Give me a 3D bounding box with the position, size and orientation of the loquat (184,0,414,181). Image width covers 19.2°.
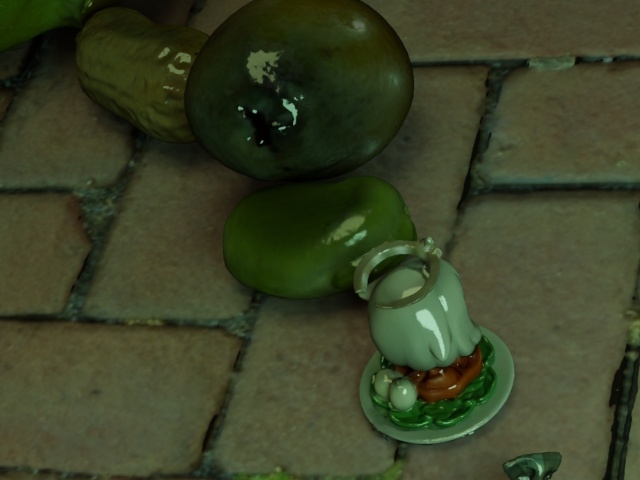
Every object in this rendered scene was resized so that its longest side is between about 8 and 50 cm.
[{"bbox_3d":[-0.021,-0.137,1.692,0.179,0.179,0.227,26,30,37],"label":"loquat"}]

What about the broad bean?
[{"bbox_3d":[0.000,0.000,1.636,0.174,0.082,0.124,-11,41,23],"label":"broad bean"}]

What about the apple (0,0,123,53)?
[{"bbox_3d":[-0.320,-0.364,1.930,0.374,0.374,0.384,7,77,25],"label":"apple"}]

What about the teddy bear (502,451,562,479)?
[{"bbox_3d":[0.111,0.244,1.342,0.133,0.111,0.213,37,39,19],"label":"teddy bear"}]

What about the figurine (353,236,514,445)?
[{"bbox_3d":[0.075,0.070,1.476,0.132,0.153,0.132,-10,44,10],"label":"figurine"}]

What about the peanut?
[{"bbox_3d":[-0.164,-0.166,1.839,0.120,0.110,0.236,-40,38,-15],"label":"peanut"}]
